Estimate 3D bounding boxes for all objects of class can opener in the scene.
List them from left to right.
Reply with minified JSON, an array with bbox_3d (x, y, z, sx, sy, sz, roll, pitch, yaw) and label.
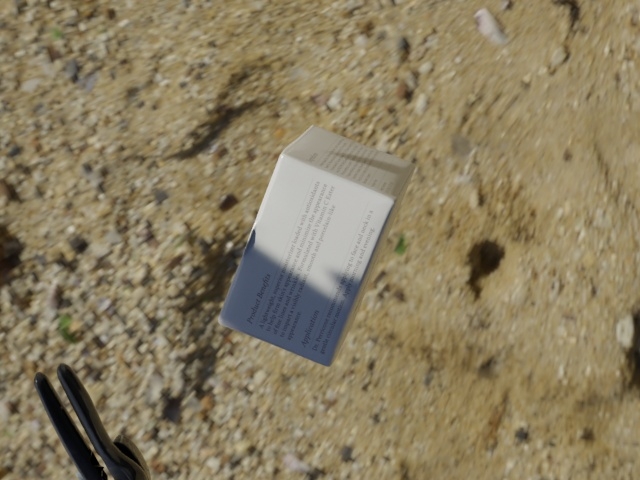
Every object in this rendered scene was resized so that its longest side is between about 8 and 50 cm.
[{"bbox_3d":[-0.226,0.200,1.329,0.059,0.073,0.186,-30,115,1],"label":"can opener"}]

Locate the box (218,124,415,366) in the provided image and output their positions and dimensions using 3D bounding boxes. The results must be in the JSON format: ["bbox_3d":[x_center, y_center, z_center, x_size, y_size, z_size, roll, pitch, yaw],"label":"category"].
[{"bbox_3d":[0.000,0.000,1.328,0.119,0.182,0.181,23,107,4],"label":"box"}]
